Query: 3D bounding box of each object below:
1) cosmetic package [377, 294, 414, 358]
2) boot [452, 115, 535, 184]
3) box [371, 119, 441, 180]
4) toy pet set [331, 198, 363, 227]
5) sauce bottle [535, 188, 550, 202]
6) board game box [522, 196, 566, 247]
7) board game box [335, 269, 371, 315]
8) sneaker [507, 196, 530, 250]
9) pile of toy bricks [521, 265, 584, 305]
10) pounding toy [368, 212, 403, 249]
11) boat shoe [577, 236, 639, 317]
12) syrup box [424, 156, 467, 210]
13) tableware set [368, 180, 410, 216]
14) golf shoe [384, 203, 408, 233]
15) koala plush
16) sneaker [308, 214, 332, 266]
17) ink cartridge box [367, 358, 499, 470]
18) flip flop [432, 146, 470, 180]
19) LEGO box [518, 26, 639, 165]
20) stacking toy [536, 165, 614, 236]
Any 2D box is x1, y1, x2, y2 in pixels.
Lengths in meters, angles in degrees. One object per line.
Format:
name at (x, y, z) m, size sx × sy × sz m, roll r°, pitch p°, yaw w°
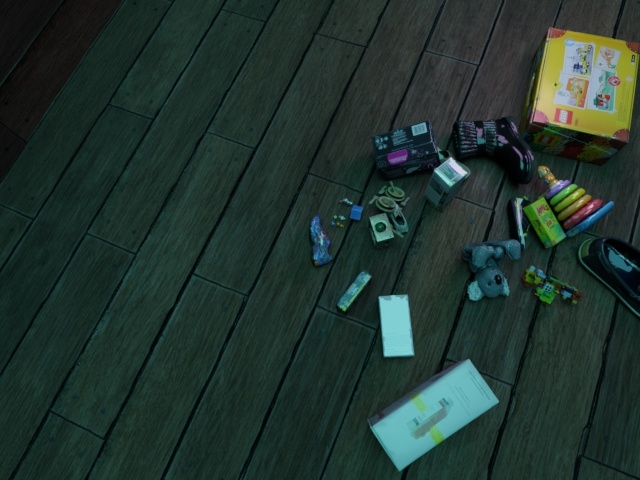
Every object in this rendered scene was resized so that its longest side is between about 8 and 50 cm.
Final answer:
cosmetic package at (0.285, 0.329, 1.698) m, size 0.118 × 0.085 × 0.230 m, roll -3°, pitch 69°, yaw 3°
boot at (0.713, -0.370, 1.869) m, size 0.261 × 0.131 × 0.347 m, roll -8°, pitch 60°, yaw -5°
box at (0.360, -0.374, 1.867) m, size 0.248 × 0.142 × 0.163 m, roll -13°, pitch 70°, yaw 18°
toy pet set at (0.115, -0.116, 1.869) m, size 0.114 × 0.065 × 0.122 m, roll 15°, pitch 74°, yaw 9°
sauce bottle at (0.947, -0.190, 1.840) m, size 0.128 × 0.042 × 0.042 m, roll -35°, pitch 72°, yaw -7°
board game box at (0.889, -0.071, 1.766) m, size 0.092 × 0.043 × 0.181 m, roll -26°, pitch 86°, yaw -28°
board game box at (0.128, 0.205, 1.720) m, size 0.048 × 0.141 × 0.170 m, roll 37°, pitch 78°, yaw 13°
sneaker at (0.820, -0.073, 1.789) m, size 0.097 × 0.084 × 0.234 m, roll 1°, pitch 72°, yaw 3°
pile of toy bricks at (0.875, 0.196, 1.695) m, size 0.213 × 0.118 × 0.105 m, roll 26°, pitch 108°, yaw 3°
pounding toy at (0.260, -0.035, 1.791) m, size 0.100 × 0.141 × 0.130 m, roll -16°, pitch 71°, yaw -1°
boat shoe at (1.205, 0.162, 1.644) m, size 0.500 × 0.156 × 0.187 m, roll 42°, pitch 78°, yaw 15°
syrup box at (0.497, -0.222, 1.784) m, size 0.096 × 0.237 × 0.093 m, roll -38°, pitch 74°, yaw -8°
tableware set at (0.293, -0.179, 1.837) m, size 0.128 × 0.039 × 0.194 m, roll 28°, pitch 40°, yaw 13°
golf shoe at (0.311, -0.116, 1.844) m, size 0.069 × 0.086 × 0.176 m, roll -29°, pitch 70°, yaw -3°
koala plush at (0.647, 0.118, 1.712) m, size 0.197 × 0.203 × 0.221 m, roll -11°, pitch 92°, yaw -12°
sneaker at (0.000, 0.000, 1.842) m, size 0.087 × 0.083 × 0.221 m, roll -3°, pitch 76°, yaw -10°
ink cartridge box at (0.365, 0.579, 1.505) m, size 0.385 × 0.279 × 0.160 m, roll -31°, pitch 73°, yaw -5°
flip flop at (0.519, -0.350, 1.908) m, size 0.112 × 0.080 × 0.277 m, roll -41°, pitch 73°, yaw -9°
LEGO box at (1.087, -0.615, 1.892) m, size 0.373 × 0.193 × 0.499 m, roll 16°, pitch 74°, yaw 9°
stacking toy at (0.963, -0.178, 1.756) m, size 0.166 × 0.175 × 0.301 m, roll -34°, pitch 76°, yaw -9°
